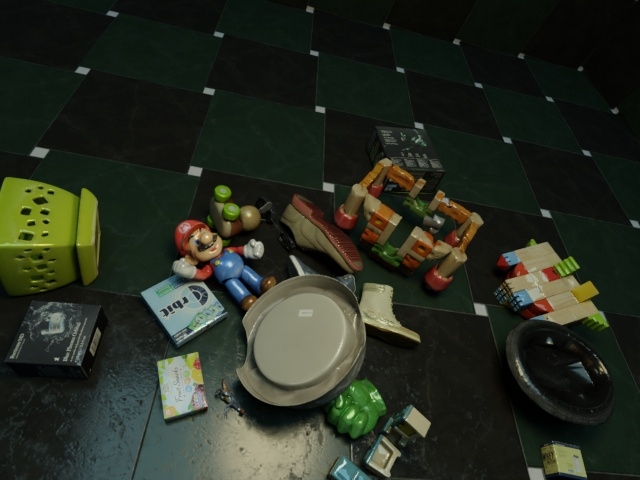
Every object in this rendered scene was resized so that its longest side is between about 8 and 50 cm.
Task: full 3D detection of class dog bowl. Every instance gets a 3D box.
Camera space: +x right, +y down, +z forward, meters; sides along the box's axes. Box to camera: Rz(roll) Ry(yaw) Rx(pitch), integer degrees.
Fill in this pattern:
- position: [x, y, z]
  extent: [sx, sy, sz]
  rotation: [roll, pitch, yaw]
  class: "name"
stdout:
- position: [-0.043, 0.258, 1.025]
  extent: [0.348, 0.102, 0.349]
  rotation: [-13, 47, 14]
  class: "dog bowl"

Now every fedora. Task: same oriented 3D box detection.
- position: [0.673, 0.399, 1.188]
  extent: [0.334, 0.152, 0.334]
  rotation: [8, 52, -10]
  class: "fedora"

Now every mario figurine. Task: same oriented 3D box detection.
- position: [-0.280, 0.055, 1.141]
  extent: [0.320, 0.170, 0.198]
  rotation: [40, 19, 1]
  class: "mario figurine"

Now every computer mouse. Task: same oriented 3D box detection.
- position: [-0.144, -0.063, 1.359]
  extent: [0.041, 0.071, 0.242]
  rotation: [-15, 60, -37]
  class: "computer mouse"

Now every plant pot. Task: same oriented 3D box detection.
- position: [-0.699, -0.006, 1.054]
  extent: [0.207, 0.228, 0.227]
  rotation: [0, 53, -26]
  class: "plant pot"

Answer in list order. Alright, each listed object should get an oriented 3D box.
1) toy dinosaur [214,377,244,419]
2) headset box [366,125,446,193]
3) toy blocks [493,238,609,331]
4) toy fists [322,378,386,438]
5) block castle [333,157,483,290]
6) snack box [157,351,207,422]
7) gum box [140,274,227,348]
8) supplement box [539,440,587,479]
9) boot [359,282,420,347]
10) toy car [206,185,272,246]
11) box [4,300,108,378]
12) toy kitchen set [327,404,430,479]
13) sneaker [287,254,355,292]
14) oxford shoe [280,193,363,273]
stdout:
- position: [-0.220, 0.395, 1.002]
  extent: [0.082, 0.047, 0.090]
  rotation: [35, 39, -12]
  class: "toy dinosaur"
- position: [0.346, -0.345, 1.678]
  extent: [0.246, 0.131, 0.283]
  rotation: [-1, 54, -17]
  class: "headset box"
- position: [0.737, 0.174, 1.387]
  extent: [0.260, 0.191, 0.381]
  rotation: [-13, 58, -12]
  class: "toy blocks"
- position: [0.050, 0.374, 1.061]
  extent: [0.142, 0.096, 0.279]
  rotation: [-20, 62, -26]
  class: "toy fists"
- position: [0.297, -0.051, 1.393]
  extent: [0.453, 0.213, 0.303]
  rotation: [34, 48, 8]
  class: "block castle"
- position: [-0.341, 0.359, 0.992]
  extent: [0.100, 0.037, 0.141]
  rotation: [-10, 57, -21]
  class: "snack box"
- position: [-0.377, 0.181, 1.116]
  extent: [0.157, 0.041, 0.184]
  rotation: [-30, 67, -33]
  class: "gum box"
- position: [0.658, 0.601, 1.090]
  extent: [0.083, 0.056, 0.083]
  rotation: [14, 51, -6]
  class: "supplement box"
- position: [0.214, 0.226, 1.237]
  extent: [0.213, 0.077, 0.165]
  rotation: [20, 49, 3]
  class: "boot"
- position: [-0.251, -0.084, 1.296]
  extent: [0.188, 0.155, 0.149]
  rotation: [-10, 57, -35]
  class: "toy car"
- position: [-0.625, 0.238, 0.966]
  extent: [0.158, 0.093, 0.156]
  rotation: [6, 52, -11]
  class: "box"
- position: [0.138, 0.493, 0.948]
  extent: [0.122, 0.166, 0.207]
  rotation: [36, 52, 11]
  class: "toy kitchen set"
- position: [0.007, 0.121, 1.245]
  extent: [0.163, 0.086, 0.226]
  rotation: [-22, 65, -26]
  class: "sneaker"
- position: [0.000, 0.000, 1.326]
  extent: [0.348, 0.130, 0.123]
  rotation: [48, 19, 27]
  class: "oxford shoe"
